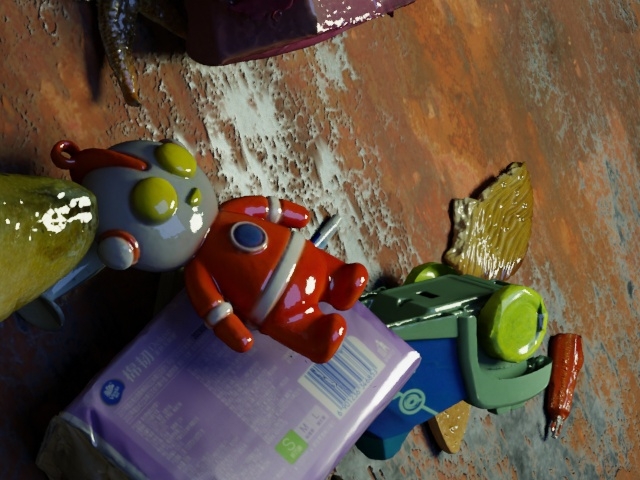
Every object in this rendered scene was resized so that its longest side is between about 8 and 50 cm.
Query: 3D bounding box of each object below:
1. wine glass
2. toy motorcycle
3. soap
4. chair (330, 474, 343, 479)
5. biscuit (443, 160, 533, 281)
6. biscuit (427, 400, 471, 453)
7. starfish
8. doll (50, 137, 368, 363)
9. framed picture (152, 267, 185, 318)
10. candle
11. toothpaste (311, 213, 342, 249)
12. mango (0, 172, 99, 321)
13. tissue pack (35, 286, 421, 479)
[{"bbox_3d":[-0.245,0.015,1.572,0.155,0.073,0.073,-54,127,-34],"label":"wine glass"},{"bbox_3d":[0.108,0.153,1.904,0.326,0.191,0.199,-15,108,-32],"label":"toy motorcycle"},{"bbox_3d":[-0.023,-0.281,1.740,0.325,0.220,0.127,-35,108,-72],"label":"soap"},{"bbox_3d":[0.008,0.371,1.771,0.240,0.416,0.203,128,-27,-83],"label":"chair"},{"bbox_3d":[0.248,-0.031,2.212,0.176,0.031,0.228,44,56,-42],"label":"biscuit"},{"bbox_3d":[0.164,0.161,2.090,0.162,0.035,0.250,-4,89,-44],"label":"biscuit"},{"bbox_3d":[-0.232,-0.271,1.631,0.247,0.050,0.138,54,49,-24],"label":"starfish"},{"bbox_3d":[-0.113,-0.009,1.536,0.336,0.105,0.199,31,48,-6],"label":"doll"},{"bbox_3d":[-0.097,0.156,1.779,0.281,0.019,0.209,29,64,-46],"label":"framed picture"},{"bbox_3d":[0.362,0.215,2.319,0.053,0.048,0.162,14,75,-19],"label":"candle"},{"bbox_3d":[0.000,0.000,1.918,0.083,0.015,0.024,-55,128,-31],"label":"toothpaste"},{"bbox_3d":[-0.345,0.012,1.365,0.329,0.177,0.175,-18,93,-57],"label":"mango"},{"bbox_3d":[-0.094,0.177,1.598,0.242,0.160,0.338,41,54,4],"label":"tissue pack"}]
